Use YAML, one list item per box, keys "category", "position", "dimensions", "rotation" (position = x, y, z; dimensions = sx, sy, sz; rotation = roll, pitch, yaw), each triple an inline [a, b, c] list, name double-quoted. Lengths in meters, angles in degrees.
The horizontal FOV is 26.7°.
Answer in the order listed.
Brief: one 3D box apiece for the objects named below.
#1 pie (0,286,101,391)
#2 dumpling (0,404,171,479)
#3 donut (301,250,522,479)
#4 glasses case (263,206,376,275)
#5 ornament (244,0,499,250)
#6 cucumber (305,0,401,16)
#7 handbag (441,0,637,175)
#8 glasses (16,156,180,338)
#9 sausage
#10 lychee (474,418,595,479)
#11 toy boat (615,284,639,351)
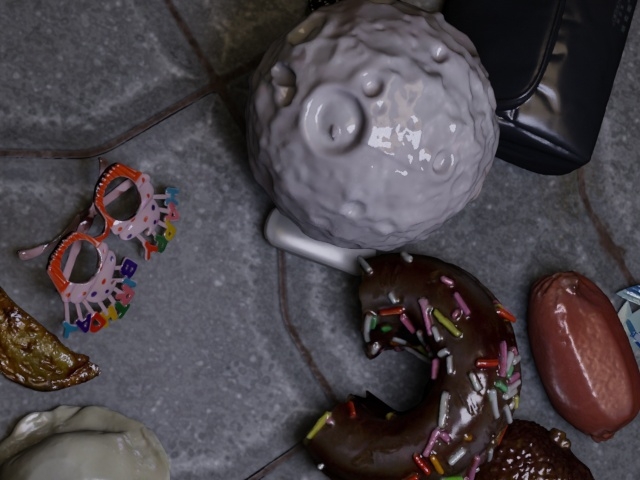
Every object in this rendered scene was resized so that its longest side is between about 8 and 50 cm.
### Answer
- category: "pie"
  position: [-0.385, 0.144, 1.770]
  dimensions: [0.191, 0.033, 0.088]
  rotation: [41, 80, -10]
- category: "dumpling"
  position: [-0.321, 0.295, 1.726]
  dimensions: [0.258, 0.147, 0.193]
  rotation: [-8, 48, -6]
- category: "donut"
  position: [0.134, 0.193, 1.816]
  dimensions: [0.259, 0.136, 0.345]
  rotation: [17, 85, 26]
- category: "glasses case"
  position: [0.000, 0.000, 1.888]
  dimensions: [0.164, 0.041, 0.063]
  rotation: [20, 79, -14]
- category: "ornament"
  position: [0.061, -0.151, 1.760]
  dimensions: [0.337, 0.337, 0.337]
  rotation: [1, 86, -16]
- category: "cucumber"
  position: [0.058, -0.334, 1.933]
  dimensions: [0.163, 0.039, 0.043]
  rotation: [-8, 109, -15]
- category: "handbag"
  position: [0.291, -0.276, 1.924]
  dimensions: [0.275, 0.178, 0.302]
  rotation: [21, 80, -14]
- category: "glasses"
  position: [-0.291, 0.009, 1.796]
  dimensions: [0.162, 0.095, 0.255]
  rotation: [44, 72, -38]
- category: "sausage"
  position: [0.379, 0.166, 1.942]
  dimensions: [0.148, 0.148, 0.254]
  rotation: [-18, 87, -17]
- category: "lychee"
  position: [0.284, 0.337, 1.879]
  dimensions: [0.194, 0.194, 0.194]
  rotation: [1, 86, -16]
- category: "toy boat"
  position: [0.465, 0.127, 2.029]
  dimensions: [0.149, 0.034, 0.105]
  rotation: [-35, 99, -3]
